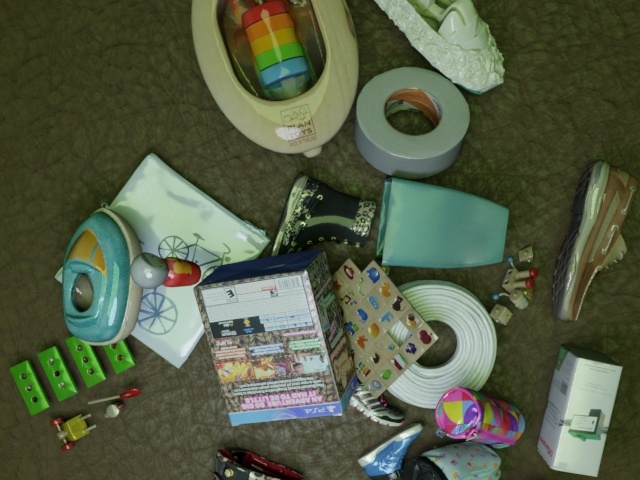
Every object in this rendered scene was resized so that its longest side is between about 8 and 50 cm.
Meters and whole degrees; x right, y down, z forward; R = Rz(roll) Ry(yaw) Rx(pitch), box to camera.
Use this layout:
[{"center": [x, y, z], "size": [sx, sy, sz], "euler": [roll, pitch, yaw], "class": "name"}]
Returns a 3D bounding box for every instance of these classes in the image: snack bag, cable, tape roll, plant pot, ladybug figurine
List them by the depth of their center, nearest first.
[{"center": [0.174, -0.228, 1.784], "size": [0.219, 0.072, 0.219], "euler": [1, 61, -2], "class": "tape roll"}, {"center": [-0.083, -0.375, 1.798], "size": [0.305, 0.162, 0.449], "euler": [-15, 91, 3], "class": "ladybug figurine"}, {"center": [0.237, -0.027, 1.800], "size": [0.234, 0.165, 0.166], "euler": [6, 93, -2], "class": "plant pot"}, {"center": [0.221, 0.207, 1.840], "size": [0.257, 0.089, 0.257], "euler": [21, 93, 2], "class": "cable"}, {"center": [-0.323, 0.035, 1.889], "size": [0.323, 0.037, 0.342], "euler": [36, 94, 1], "class": "snack bag"}]

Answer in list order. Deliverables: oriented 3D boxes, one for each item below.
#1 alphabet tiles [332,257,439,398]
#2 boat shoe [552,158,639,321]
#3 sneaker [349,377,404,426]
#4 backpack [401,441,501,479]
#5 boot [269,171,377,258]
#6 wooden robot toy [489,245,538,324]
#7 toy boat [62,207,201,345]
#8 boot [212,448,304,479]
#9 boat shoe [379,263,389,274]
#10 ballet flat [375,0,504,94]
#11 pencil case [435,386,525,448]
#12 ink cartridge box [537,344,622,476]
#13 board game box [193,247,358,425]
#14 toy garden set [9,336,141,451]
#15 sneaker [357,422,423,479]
[{"center": [0.094, 0.160, 1.808], "size": [0.237, 0.009, 0.198], "euler": [51, 121, 18], "class": "alphabet tiles"}, {"center": [0.540, 0.009, 1.804], "size": [0.116, 0.123, 0.324], "euler": [16, 94, 0], "class": "boat shoe"}, {"center": [0.103, 0.309, 1.863], "size": [0.170, 0.063, 0.075], "euler": [32, 99, 6], "class": "sneaker"}, {"center": [0.268, 0.466, 1.804], "size": [0.182, 0.152, 0.115], "euler": [-2, 119, -31], "class": "backpack"}, {"center": [0.000, -0.001, 1.848], "size": [0.178, 0.085, 0.236], "euler": [17, 94, -1], "class": "boot"}, {"center": [0.402, 0.101, 1.833], "size": [0.079, 0.076, 0.173], "euler": [45, 58, -32], "class": "wooden robot toy"}, {"center": [-0.383, 0.064, 1.748], "size": [0.318, 0.148, 0.267], "euler": [-6, 83, 35], "class": "toy boat"}, {"center": [-0.232, 0.556, 1.852], "size": [0.377, 0.138, 0.284], "euler": [19, 94, -2], "class": "boot"}, {"center": [0.111, 0.092, 1.869], "size": [0.035, 0.035, 0.100], "euler": [30, 93, 1], "class": "boat shoe"}, {"center": [0.210, -0.450, 1.778], "size": [0.409, 0.147, 0.147], "euler": [43, 94, 1], "class": "ballet flat"}, {"center": [0.307, 0.344, 1.770], "size": [0.104, 0.236, 0.104], "euler": [-10, 71, 33], "class": "pencil case"}, {"center": [0.500, 0.328, 1.796], "size": [0.092, 0.160, 0.219], "euler": [12, 94, 3], "class": "ink cartridge box"}, {"center": [-0.080, 0.186, 1.776], "size": [0.232, 0.141, 0.291], "euler": [-9, 104, 19], "class": "board game box"}, {"center": [-0.481, 0.298, 1.896], "size": [0.244, 0.049, 0.204], "euler": [-26, 89, 7], "class": "toy garden set"}, {"center": [0.159, 0.437, 1.866], "size": [0.152, 0.058, 0.084], "euler": [-35, 84, 8], "class": "sneaker"}]
